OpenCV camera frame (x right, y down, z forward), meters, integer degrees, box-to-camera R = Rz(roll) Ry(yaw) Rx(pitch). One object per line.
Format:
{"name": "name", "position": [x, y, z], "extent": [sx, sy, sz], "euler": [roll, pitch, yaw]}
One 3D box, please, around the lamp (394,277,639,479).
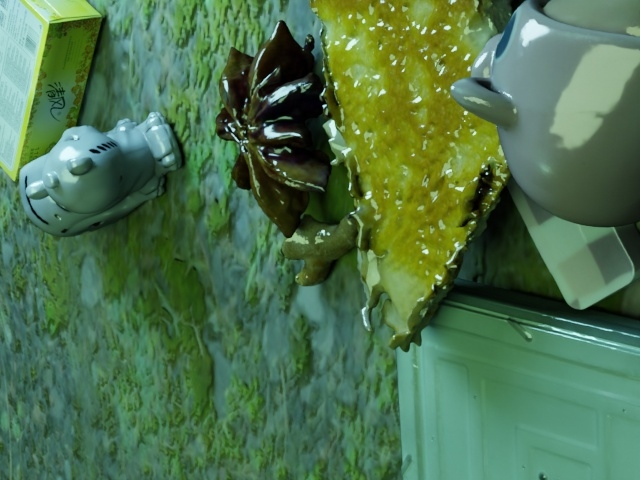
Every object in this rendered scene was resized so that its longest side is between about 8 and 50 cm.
{"name": "lamp", "position": [0.164, 0.172, 0.982], "extent": [0.266, 0.047, 0.269], "euler": [11, 112, 43]}

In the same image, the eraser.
{"name": "eraser", "position": [0.171, -0.012, 0.929], "extent": [0.065, 0.026, 0.105], "euler": [-36, 77, 43]}

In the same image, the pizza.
{"name": "pizza", "position": [0.071, -0.072, 0.958], "extent": [0.189, 0.071, 0.297], "euler": [-7, 86, 45]}

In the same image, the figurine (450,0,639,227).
{"name": "figurine", "position": [0.227, -0.080, 0.775], "extent": [0.287, 0.176, 0.186], "euler": [21, 101, 32]}

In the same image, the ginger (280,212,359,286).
{"name": "ginger", "position": [-0.001, 0.000, 1.105], "extent": [0.048, 0.030, 0.097], "euler": [37, 136, -4]}

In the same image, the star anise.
{"name": "star anise", "position": [-0.039, -0.084, 1.084], "extent": [0.168, 0.057, 0.168], "euler": [3, 94, 58]}

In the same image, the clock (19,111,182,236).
{"name": "clock", "position": [-0.217, -0.052, 1.241], "extent": [0.176, 0.117, 0.080], "euler": [-25, 85, 47]}

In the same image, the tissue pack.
{"name": "tissue pack", "position": [-0.268, -0.155, 1.298], "extent": [0.095, 0.062, 0.176], "euler": [43, 131, 30]}
